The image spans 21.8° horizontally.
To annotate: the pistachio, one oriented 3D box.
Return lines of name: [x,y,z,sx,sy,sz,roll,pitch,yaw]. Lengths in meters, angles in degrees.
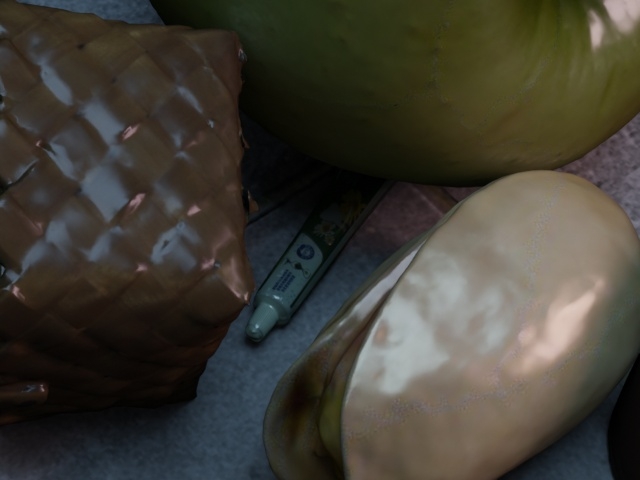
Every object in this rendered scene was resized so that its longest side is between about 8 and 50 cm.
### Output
pistachio: [0.099,0.067,1.133,0.299,0.187,0.187,-36,64,-27]

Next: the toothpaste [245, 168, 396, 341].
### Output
toothpaste: [0.000,0.000,1.270,0.049,0.031,0.204,26,56,14]

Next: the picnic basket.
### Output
picnic basket: [-0.213,-0.010,1.102,0.321,0.291,0.254,0,69,-14]

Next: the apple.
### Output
apple: [0.068,-0.267,1.217,0.474,0.473,0.473,1,55,-2]

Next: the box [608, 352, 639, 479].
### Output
box: [0.357,0.114,1.099,0.301,0.216,0.301,2,57,-2]
